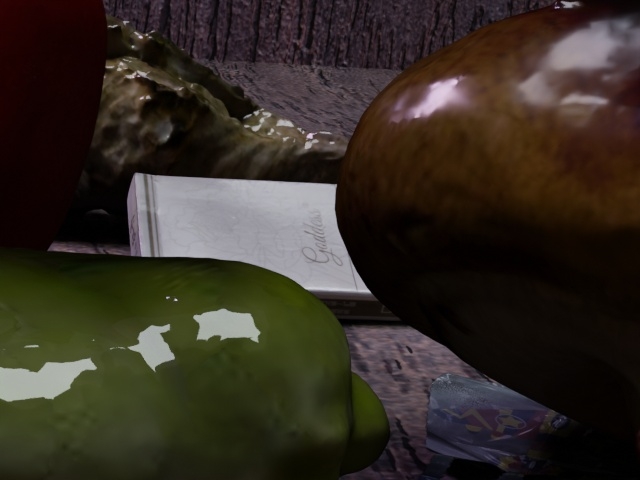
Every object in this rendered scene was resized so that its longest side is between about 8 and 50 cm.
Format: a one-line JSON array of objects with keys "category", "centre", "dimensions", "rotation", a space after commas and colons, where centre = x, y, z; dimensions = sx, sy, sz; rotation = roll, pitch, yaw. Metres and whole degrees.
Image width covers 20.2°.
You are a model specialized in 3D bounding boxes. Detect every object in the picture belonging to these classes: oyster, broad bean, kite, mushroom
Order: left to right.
[{"category": "broad bean", "centre": [-0.121, 0.059, 0.708], "dimensions": [0.291, 0.119, 0.238], "rotation": [6, 11, 17]}, {"category": "oyster", "centre": [-0.123, -0.067, 1.379], "dimensions": [0.337, 0.133, 0.198], "rotation": [8, -32, -26]}, {"category": "kite", "centre": [0.094, 0.104, 0.828], "dimensions": [0.141, 0.015, 0.245], "rotation": [11, 11, 17]}, {"category": "mushroom", "centre": [0.160, 0.033, 0.770], "dimensions": [0.345, 0.259, 0.345], "rotation": [18, -16, 5]}]

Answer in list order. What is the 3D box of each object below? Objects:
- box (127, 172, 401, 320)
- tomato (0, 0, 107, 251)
[{"category": "box", "centre": [-0.021, 0.005, 1.147], "dimensions": [0.198, 0.029, 0.109], "rotation": [3, 41, -12]}, {"category": "tomato", "centre": [-0.248, -0.079, 0.941], "dimensions": [0.299, 0.298, 0.226], "rotation": [1, -10, -16]}]
